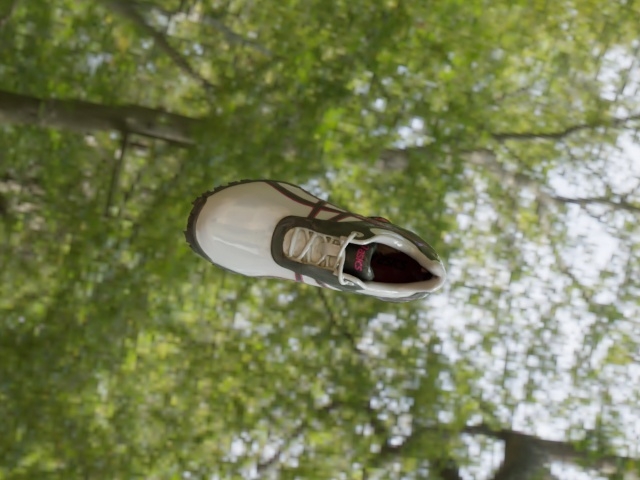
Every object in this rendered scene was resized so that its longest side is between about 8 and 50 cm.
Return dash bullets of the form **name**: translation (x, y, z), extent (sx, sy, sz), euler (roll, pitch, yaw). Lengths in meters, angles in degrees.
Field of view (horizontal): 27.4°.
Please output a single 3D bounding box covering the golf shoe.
- **golf shoe**: translation (0.000, 0.000, 1.339), extent (0.120, 0.272, 0.105), euler (-163, -96, -74)
